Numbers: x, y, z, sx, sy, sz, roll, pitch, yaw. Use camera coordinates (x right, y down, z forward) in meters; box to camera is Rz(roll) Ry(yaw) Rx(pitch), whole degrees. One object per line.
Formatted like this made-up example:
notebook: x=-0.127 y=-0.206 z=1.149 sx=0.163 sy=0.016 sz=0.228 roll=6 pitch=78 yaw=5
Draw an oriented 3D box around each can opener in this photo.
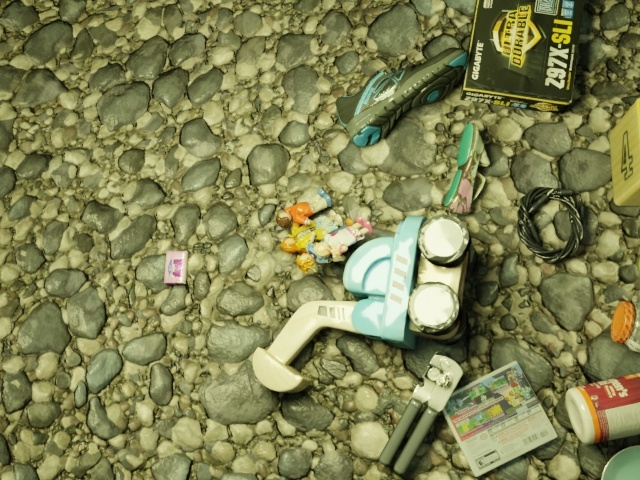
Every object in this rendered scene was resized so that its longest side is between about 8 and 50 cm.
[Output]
can opener: x=0.224 y=0.377 z=1.490 sx=0.074 sy=0.093 sz=0.280 roll=28 pitch=89 yaw=13

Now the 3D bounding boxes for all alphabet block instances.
alphabet block: x=0.773 y=-0.193 z=1.512 sx=0.193 sy=0.197 sz=0.193 roll=-1 pitch=76 yaw=4

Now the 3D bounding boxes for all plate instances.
plate: x=0.688 y=0.530 z=1.438 sx=0.188 sy=0.024 sz=0.188 roll=-1 pitch=78 yaw=5

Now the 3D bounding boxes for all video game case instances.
video game case: x=0.387 y=0.392 z=1.498 sx=0.201 sy=0.023 sz=0.183 roll=-26 pitch=76 yaw=0

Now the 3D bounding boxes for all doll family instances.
doll family: x=0.000 y=0.000 z=1.552 sx=0.163 sy=0.118 sz=0.263 roll=-31 pitch=38 yaw=-18

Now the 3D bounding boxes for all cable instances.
cable: x=0.532 y=-0.038 z=1.574 sx=0.151 sy=0.047 sz=0.184 roll=9 pitch=78 yaw=7

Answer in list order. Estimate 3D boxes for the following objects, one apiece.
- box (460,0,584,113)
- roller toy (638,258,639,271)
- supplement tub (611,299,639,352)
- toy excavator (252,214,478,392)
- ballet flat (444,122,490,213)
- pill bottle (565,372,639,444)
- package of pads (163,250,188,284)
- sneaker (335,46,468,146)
box: x=0.497 y=-0.485 z=1.668 sx=0.257 sy=0.079 sz=0.321 roll=11 pitch=78 yaw=6
roller toy: x=0.833 y=0.056 z=1.474 sx=0.209 sy=0.146 sz=0.191 roll=-36 pitch=77 yaw=-5
supplement tub: x=0.740 y=0.196 z=1.465 sx=0.191 sy=0.117 sz=0.116 roll=12 pitch=78 yaw=8
toy excavator: x=0.099 y=0.148 z=1.510 sx=0.445 sy=0.222 sz=0.432 roll=6 pitch=77 yaw=20
ballet flat: x=0.358 y=-0.166 z=1.613 sx=0.079 sy=0.077 sz=0.221 roll=17 pitch=83 yaw=-10
pill bottle: x=0.647 y=0.350 z=1.434 sx=0.221 sy=0.121 sz=0.121 roll=-13 pitch=76 yaw=2
package of pads: x=-0.347 y=0.065 z=1.633 sx=0.050 sy=0.032 sz=0.083 roll=0 pitch=77 yaw=6
sneaker: x=0.190 y=-0.374 z=1.629 sx=0.341 sy=0.125 sz=0.139 roll=-32 pitch=64 yaw=5
